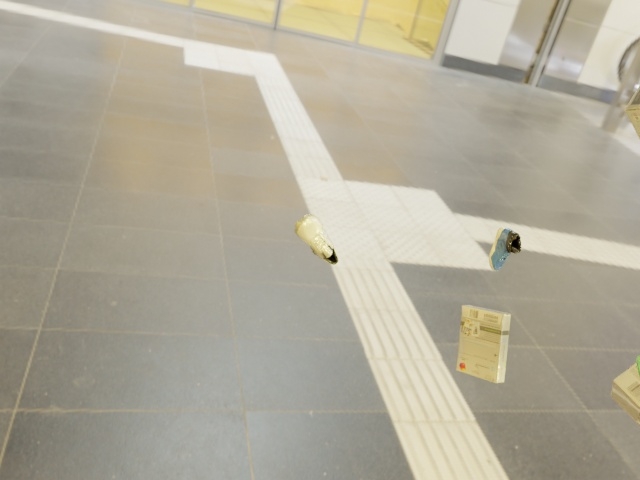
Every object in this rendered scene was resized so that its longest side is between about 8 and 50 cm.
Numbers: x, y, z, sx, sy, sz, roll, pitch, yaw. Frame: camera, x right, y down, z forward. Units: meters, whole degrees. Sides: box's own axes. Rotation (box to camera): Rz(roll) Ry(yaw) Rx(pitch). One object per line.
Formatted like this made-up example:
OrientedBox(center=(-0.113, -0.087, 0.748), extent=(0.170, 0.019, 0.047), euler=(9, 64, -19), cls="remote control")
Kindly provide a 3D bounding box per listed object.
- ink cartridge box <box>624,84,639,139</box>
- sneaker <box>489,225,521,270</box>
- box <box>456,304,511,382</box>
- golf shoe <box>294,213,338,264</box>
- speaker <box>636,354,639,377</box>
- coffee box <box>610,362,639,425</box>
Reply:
OrientedBox(center=(0.918, -0.341, 1.597), extent=(0.232, 0.189, 0.066), euler=(42, -16, -28), cls="ink cartridge box")
OrientedBox(center=(0.603, 0.038, 1.934), extent=(0.058, 0.152, 0.085), euler=(1, 19, -31), cls="sneaker")
OrientedBox(center=(0.442, 0.279, 1.626), extent=(0.038, 0.186, 0.145), euler=(5, 1, -34), cls="box")
OrientedBox(center=(0.000, 0.000, 1.466), extent=(0.086, 0.069, 0.176), euler=(45, -2, 36), cls="golf shoe")
OrientedBox(center=(0.741, 0.232, 1.065), extent=(0.297, 0.131, 0.131), euler=(-19, 13, 30), cls="speaker")
OrientedBox(center=(0.939, 0.351, 1.596), extent=(0.297, 0.168, 0.118), euler=(-37, 54, 0), cls="coffee box")
